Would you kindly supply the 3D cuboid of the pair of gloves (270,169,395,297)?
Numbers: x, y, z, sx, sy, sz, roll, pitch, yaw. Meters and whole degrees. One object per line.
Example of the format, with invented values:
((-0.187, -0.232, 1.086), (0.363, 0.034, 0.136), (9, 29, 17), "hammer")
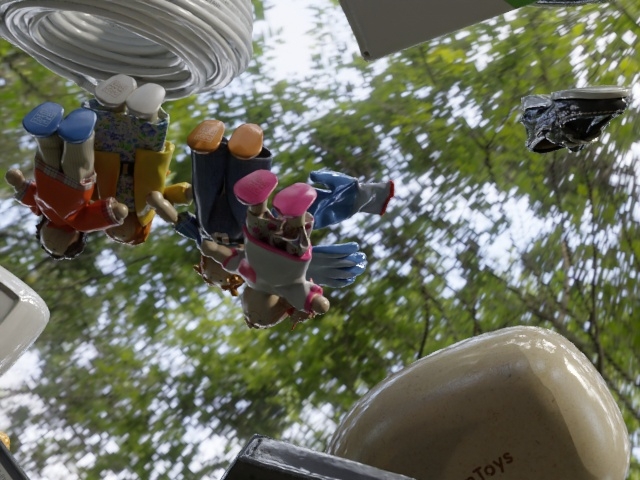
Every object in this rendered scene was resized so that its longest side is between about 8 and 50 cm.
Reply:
((0.000, 0.000, 1.485), (0.023, 0.159, 0.198), (56, -41, 42), "pair of gloves")

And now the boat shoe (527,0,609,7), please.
((0.403, -0.349, 1.280), (0.500, 0.156, 0.186), (-13, -69, 0), "boat shoe")

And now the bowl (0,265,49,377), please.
((-0.392, 0.083, 1.424), (0.142, 0.142, 0.053), (34, -26, 12), "bowl")

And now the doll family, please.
((-0.100, -0.028, 0.960), (0.263, 0.118, 0.163), (20, -42, 9), "doll family")

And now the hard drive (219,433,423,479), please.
((-0.021, 0.238, 0.801), (0.172, 0.054, 0.254), (17, -63, -12), "hard drive")

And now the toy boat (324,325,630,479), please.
((0.146, 0.239, 1.043), (0.267, 0.148, 0.318), (-28, -87, 7), "toy boat")

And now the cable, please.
((-0.182, -0.209, 1.148), (0.257, 0.257, 0.089), (2, -107, 40), "cable")

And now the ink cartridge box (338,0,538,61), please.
((0.104, -0.246, 0.804), (0.198, 0.273, 0.114), (-18, -61, 16), "ink cartridge box")

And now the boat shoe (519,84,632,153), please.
((0.153, -0.073, 0.773), (0.046, 0.125, 0.038), (-2, -88, -14), "boat shoe")

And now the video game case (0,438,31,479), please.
((-0.275, 0.287, 0.843), (0.274, 0.026, 0.196), (-36, -94, -14), "video game case")

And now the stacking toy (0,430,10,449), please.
((-0.446, 0.278, 1.272), (0.302, 0.165, 0.175), (-32, -127, -8), "stacking toy")
